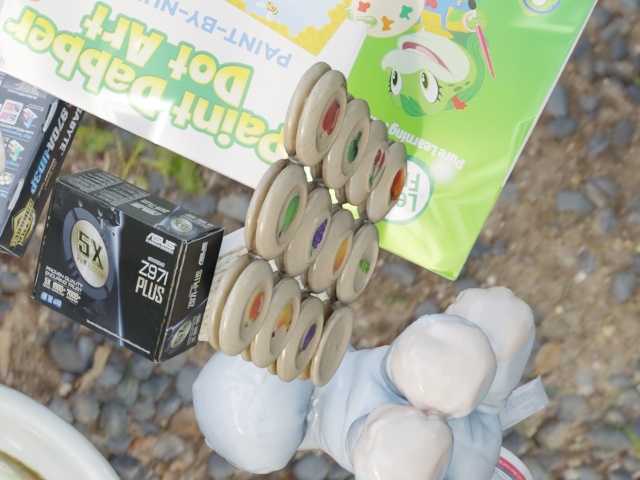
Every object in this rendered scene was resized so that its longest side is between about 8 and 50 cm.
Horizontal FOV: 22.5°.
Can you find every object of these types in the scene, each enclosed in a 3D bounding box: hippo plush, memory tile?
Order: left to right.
[{"bbox_3d":[0.000,0.000,0.628,0.012,0.148,0.113,20,85,18],"label":"memory tile"},{"bbox_3d":[0.034,0.112,1.314,0.237,0.234,0.294,25,21,22],"label":"hippo plush"}]

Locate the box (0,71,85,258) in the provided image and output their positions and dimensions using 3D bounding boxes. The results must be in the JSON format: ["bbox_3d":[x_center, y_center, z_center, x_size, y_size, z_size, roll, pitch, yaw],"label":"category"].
[{"bbox_3d":[-0.344,-0.096,1.500,0.220,0.051,0.175,15,76,23],"label":"box"}]

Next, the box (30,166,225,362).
[{"bbox_3d":[-0.209,0.025,1.730,0.180,0.147,0.077,25,23,22],"label":"box"}]

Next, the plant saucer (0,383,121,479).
[{"bbox_3d":[-0.309,0.282,1.110,0.400,0.100,0.400,-1,91,-30],"label":"plant saucer"}]

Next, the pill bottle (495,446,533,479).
[{"bbox_3d":[0.119,0.279,1.485,0.108,0.108,0.180,32,53,1],"label":"pill bottle"}]

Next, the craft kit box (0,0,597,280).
[{"bbox_3d":[0.002,-0.142,0.710,0.250,0.246,0.061,24,24,0],"label":"craft kit box"}]

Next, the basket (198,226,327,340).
[{"bbox_3d":[-0.072,0.042,1.841,0.113,0.167,0.103,-9,79,-54],"label":"basket"}]

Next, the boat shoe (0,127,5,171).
[{"bbox_3d":[-0.253,-0.068,1.061,0.063,0.184,0.066,-17,96,-22],"label":"boat shoe"}]
